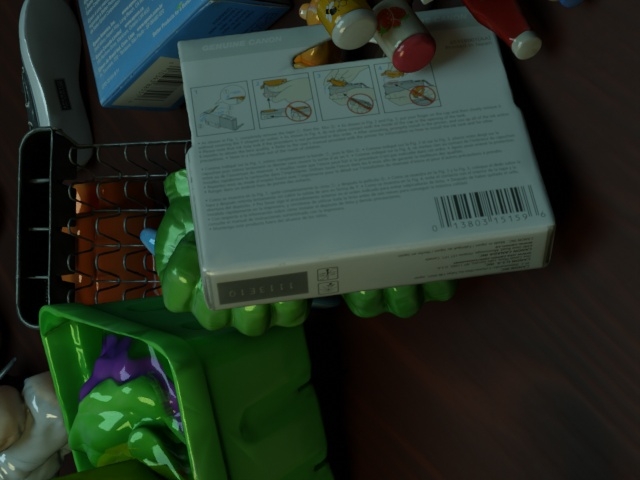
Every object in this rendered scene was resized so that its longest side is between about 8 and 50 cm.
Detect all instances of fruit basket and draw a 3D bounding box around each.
[{"bbox_3d":[-0.165,0.251,1.349,0.283,0.392,0.392,13,101,52],"label":"fruit basket"}]

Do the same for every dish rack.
[{"bbox_3d":[-0.174,-0.013,1.556,0.271,0.074,0.208,-1,88,19],"label":"dish rack"}]

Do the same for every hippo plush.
[{"bbox_3d":[-0.335,0.286,1.718,0.234,0.294,0.236,126,126,-79],"label":"hippo plush"}]

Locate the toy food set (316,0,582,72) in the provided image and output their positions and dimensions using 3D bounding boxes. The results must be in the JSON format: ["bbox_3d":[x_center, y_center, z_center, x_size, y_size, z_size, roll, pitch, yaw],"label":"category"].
[{"bbox_3d":[0.122,-0.196,1.203,0.232,0.111,0.104,-32,57,2],"label":"toy food set"}]

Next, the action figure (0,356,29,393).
[{"bbox_3d":[-0.458,0.234,1.966,0.276,0.164,0.141,137,141,-55],"label":"action figure"}]

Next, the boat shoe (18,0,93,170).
[{"bbox_3d":[-0.331,-0.189,1.859,0.076,0.080,0.228,-21,82,49],"label":"boat shoe"}]

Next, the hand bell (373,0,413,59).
[{"bbox_3d":[0.066,-0.204,1.331,0.126,0.126,0.242,38,131,46],"label":"hand bell"}]

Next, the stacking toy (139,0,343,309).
[{"bbox_3d":[-0.029,-0.093,1.415,0.175,0.166,0.302,19,92,16],"label":"stacking toy"}]

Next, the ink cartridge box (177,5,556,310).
[{"bbox_3d":[0.028,-0.072,1.237,0.060,0.275,0.239,88,173,-54],"label":"ink cartridge box"}]

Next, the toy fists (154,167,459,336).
[{"bbox_3d":[0.000,0.000,1.282,0.096,0.279,0.142,102,161,-75],"label":"toy fists"}]

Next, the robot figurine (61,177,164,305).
[{"bbox_3d":[-0.225,0.042,1.676,0.128,0.158,0.219,94,172,-86],"label":"robot figurine"}]

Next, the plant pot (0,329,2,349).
[{"bbox_3d":[-0.481,0.131,2.029,0.095,0.134,0.134,15,104,24],"label":"plant pot"}]

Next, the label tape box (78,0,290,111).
[{"bbox_3d":[-0.170,-0.339,1.613,0.240,0.106,0.333,-33,65,47],"label":"label tape box"}]
